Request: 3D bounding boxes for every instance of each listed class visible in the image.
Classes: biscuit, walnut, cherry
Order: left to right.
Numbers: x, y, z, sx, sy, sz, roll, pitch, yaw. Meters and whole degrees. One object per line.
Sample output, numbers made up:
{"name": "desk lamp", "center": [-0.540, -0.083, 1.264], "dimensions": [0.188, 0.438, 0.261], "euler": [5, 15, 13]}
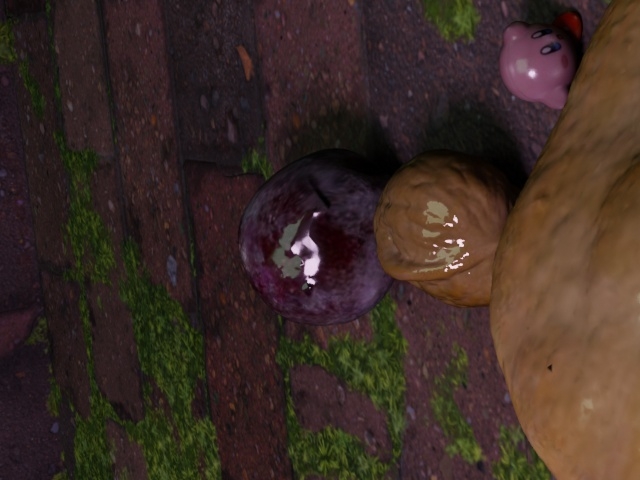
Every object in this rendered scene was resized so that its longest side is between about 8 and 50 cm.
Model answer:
{"name": "cherry", "center": [0.006, -0.008, 1.237], "dimensions": [0.195, 0.195, 0.195], "euler": [25, 120, 53]}
{"name": "walnut", "center": [0.123, -0.011, 1.075], "dimensions": [0.166, 0.149, 0.166], "euler": [53, 167, 18]}
{"name": "biscuit", "center": [0.277, -0.019, 0.684], "dimensions": [0.429, 0.104, 0.446], "euler": [35, 95, 51]}

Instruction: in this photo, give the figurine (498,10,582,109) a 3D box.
{"name": "figurine", "center": [0.189, -0.150, 0.987], "dimensions": [0.067, 0.071, 0.083], "euler": [-35, 71, 57]}
